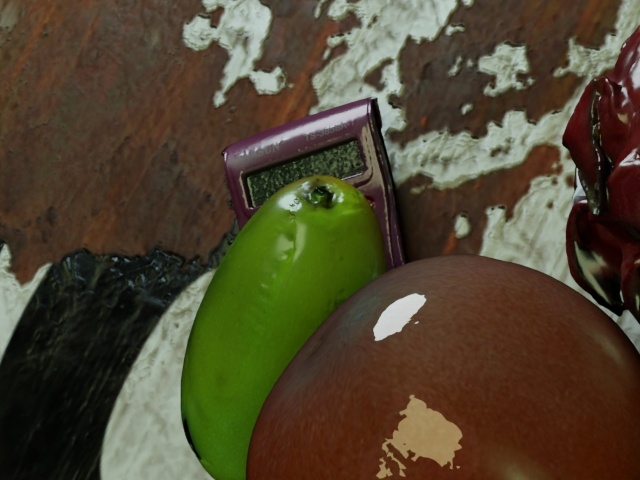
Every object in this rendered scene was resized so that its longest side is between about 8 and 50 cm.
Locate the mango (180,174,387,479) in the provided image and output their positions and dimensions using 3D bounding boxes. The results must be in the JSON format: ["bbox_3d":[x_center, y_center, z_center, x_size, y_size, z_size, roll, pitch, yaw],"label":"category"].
[{"bbox_3d":[-0.025,0.062,1.266,0.111,0.125,0.232,38,120,41],"label":"mango"}]

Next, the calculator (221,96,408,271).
[{"bbox_3d":[0.000,0.000,1.353,0.127,0.034,0.190,-16,70,19],"label":"calculator"}]

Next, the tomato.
[{"bbox_3d":[0.080,0.133,1.134,0.224,0.256,0.256,42,93,-11],"label":"tomato"}]

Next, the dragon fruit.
[{"bbox_3d":[0.252,-0.061,1.148,0.234,0.234,0.293,-21,41,18],"label":"dragon fruit"}]
